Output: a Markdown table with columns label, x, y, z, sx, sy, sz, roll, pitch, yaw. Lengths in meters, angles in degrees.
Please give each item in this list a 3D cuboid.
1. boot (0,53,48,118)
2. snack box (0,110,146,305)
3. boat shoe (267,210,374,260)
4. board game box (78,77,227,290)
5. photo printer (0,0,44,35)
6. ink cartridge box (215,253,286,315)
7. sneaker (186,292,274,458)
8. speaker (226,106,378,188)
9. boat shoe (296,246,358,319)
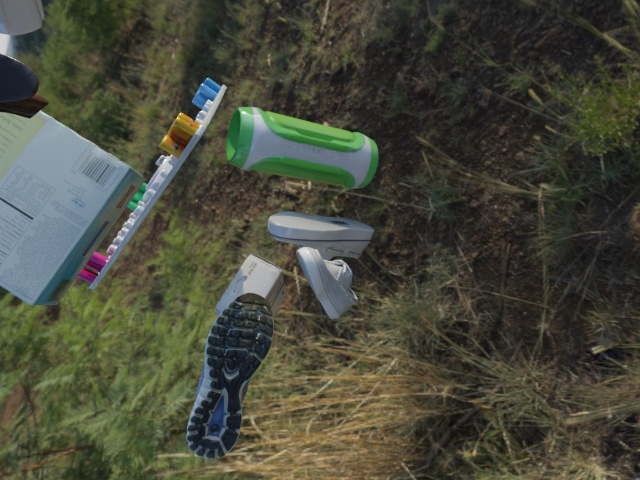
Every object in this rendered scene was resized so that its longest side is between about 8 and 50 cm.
| label | x | y | z | sx | sy | sz | roll | pitch | yaw |
| --- | --- | --- | --- | --- | --- | --- | --- | --- | --- |
| boot | -0.257 | -0.123 | 0.386 | 0.114 | 0.107 | 0.037 | -48 | -34 | -88 |
| snack box | -0.398 | -0.087 | 0.537 | 0.187 | 0.322 | 0.060 | -57 | -1 | -7 |
| boat shoe | 0.000 | 0.000 | 0.912 | 0.096 | 0.268 | 0.088 | 30 | 108 | 35 |
| board game box | -0.339 | -0.141 | 0.957 | 0.390 | 0.050 | 0.390 | -48 | 23 | 19 |
| photo printer | -0.554 | -0.461 | 0.631 | 0.107 | 0.256 | 0.307 | -74 | -8 | -50 |
| ink cartridge box | -0.161 | 0.146 | 1.120 | 0.158 | 0.092 | 0.218 | -60 | -11 | -19 |
| sneaker | -0.197 | 0.267 | 0.968 | 0.147 | 0.130 | 0.329 | 164 | 127 | -73 |
| speaker | -0.034 | -0.184 | 0.943 | 0.131 | 0.297 | 0.131 | -28 | 58 | 60 |
| boat shoe | 0.017 | 0.059 | 0.676 | 0.063 | 0.184 | 0.066 | -29 | 49 | -3 |
